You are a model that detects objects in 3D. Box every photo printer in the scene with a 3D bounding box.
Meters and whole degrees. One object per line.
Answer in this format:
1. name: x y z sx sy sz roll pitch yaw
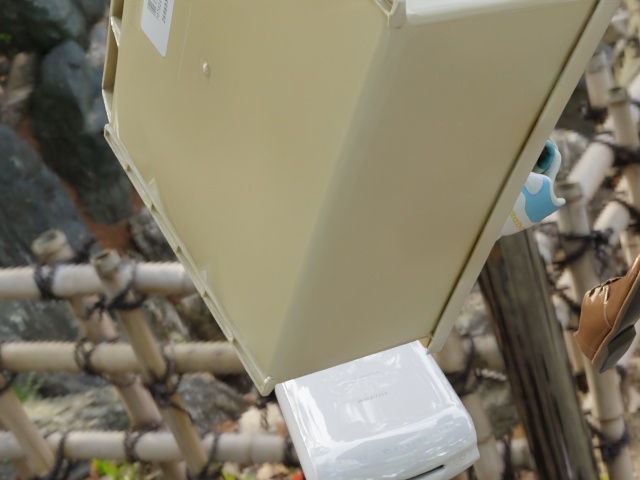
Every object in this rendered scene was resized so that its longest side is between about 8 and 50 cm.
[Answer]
1. photo printer: 0.082 0.268 1.592 0.256 0.107 0.307 -16 28 -6

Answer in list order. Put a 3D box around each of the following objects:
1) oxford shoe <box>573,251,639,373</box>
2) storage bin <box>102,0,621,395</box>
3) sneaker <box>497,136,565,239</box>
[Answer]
1. oxford shoe: 0.361 0.075 1.311 0.076 0.212 0.076 -23 57 -32
2. storage bin: -0.012 -0.100 0.577 0.123 0.262 0.260 -15 54 -30
3. sneaker: 0.192 -0.095 1.083 0.092 0.087 0.229 -22 43 22
